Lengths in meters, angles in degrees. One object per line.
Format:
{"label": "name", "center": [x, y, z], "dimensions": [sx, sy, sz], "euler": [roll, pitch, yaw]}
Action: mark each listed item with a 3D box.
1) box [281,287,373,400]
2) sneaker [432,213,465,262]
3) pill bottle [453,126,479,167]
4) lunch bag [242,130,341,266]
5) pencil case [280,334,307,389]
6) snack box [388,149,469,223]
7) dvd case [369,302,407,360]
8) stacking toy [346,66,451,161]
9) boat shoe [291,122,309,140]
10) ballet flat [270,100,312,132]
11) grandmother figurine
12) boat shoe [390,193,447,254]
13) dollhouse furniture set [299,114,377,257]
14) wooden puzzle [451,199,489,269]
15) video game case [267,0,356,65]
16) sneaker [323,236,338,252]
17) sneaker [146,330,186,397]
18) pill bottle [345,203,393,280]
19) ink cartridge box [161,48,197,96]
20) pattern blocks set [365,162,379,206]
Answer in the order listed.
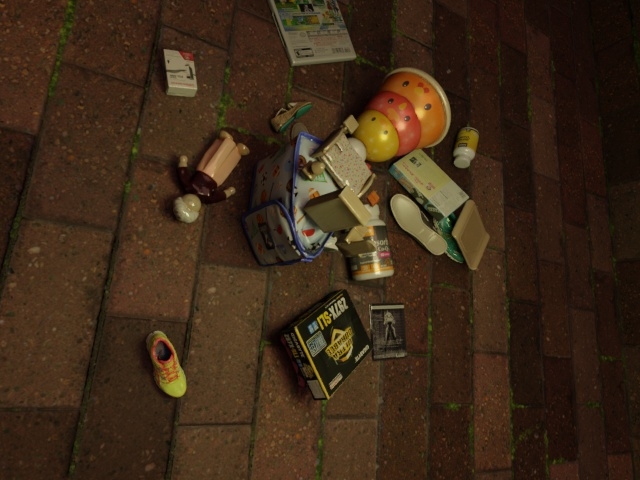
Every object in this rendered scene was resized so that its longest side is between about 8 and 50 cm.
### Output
{"label": "box", "center": [0.035, 0.346, 1.421], "dimensions": [0.322, 0.079, 0.257], "euler": [-28, 93, -51]}
{"label": "sneaker", "center": [0.599, -0.024, 1.845], "dimensions": [0.107, 0.110, 0.275], "euler": [-31, 96, -30]}
{"label": "pill bottle", "center": [0.702, -0.448, 1.989], "dimensions": [0.103, 0.103, 0.184], "euler": [28, 67, -21]}
{"label": "lunch bag", "center": [-0.098, -0.110, 1.352], "dimensions": [0.239, 0.328, 0.386], "euler": [14, 76, -31]}
{"label": "pencil case", "center": [-0.067, 0.398, 1.410], "dimensions": [0.098, 0.095, 0.209], "euler": [-23, 89, -15]}
{"label": "snack box", "center": [0.472, -0.246, 1.789], "dimensions": [0.187, 0.060, 0.322], "euler": [-35, 77, -30]}
{"label": "dvd case", "center": [0.271, 0.361, 1.641], "dimensions": [0.164, 0.018, 0.221], "euler": [3, 79, -27]}
{"label": "stacking toy", "center": [0.245, -0.420, 1.612], "dimensions": [0.480, 0.350, 0.351], "euler": [-42, 101, -23]}
{"label": "boat shoe", "center": [-0.055, -0.355, 1.593], "dimensions": [0.206, 0.075, 0.065], "euler": [70, 17, 6]}
{"label": "ballet flat", "center": [-0.115, -0.491, 1.573], "dimensions": [0.067, 0.073, 0.206], "euler": [43, 59, 1]}
{"label": "grandmother figurine", "center": [-0.379, -0.205, 1.353], "dimensions": [0.207, 0.104, 0.342], "euler": [30, 64, -11]}
{"label": "boat shoe", "center": [0.413, -0.069, 1.775], "dimensions": [0.112, 0.095, 0.335], "euler": [-43, 100, 8]}
{"label": "dollhouse furniture set", "center": [0.130, -0.178, 1.226], "dimensions": [0.303, 0.173, 0.355], "euler": [49, 57, -22]}
{"label": "wooden puzzle", "center": [0.658, -0.023, 1.806], "dimensions": [0.239, 0.044, 0.221], "euler": [51, 58, -30]}
{"label": "video game case", "center": [-0.032, -0.887, 1.714], "dimensions": [0.329, 0.036, 0.300], "euler": [-20, 90, -29]}
{"label": "sneaker", "center": [0.000, 0.000, 1.550], "dimensions": [0.152, 0.053, 0.061], "euler": [18, 63, -31]}
{"label": "sneaker", "center": [-0.451, 0.368, 1.199], "dimensions": [0.081, 0.094, 0.208], "euler": [-26, 95, -32]}
{"label": "pill bottle", "center": [0.181, 0.010, 1.578], "dimensions": [0.162, 0.162, 0.278], "euler": [-6, 83, -30]}
{"label": "ink cartridge box", "center": [-0.478, -0.566, 1.391], "dimensions": [0.099, 0.056, 0.135], "euler": [-6, 83, -30]}
{"label": "pattern blocks set", "center": [0.077, -0.176, 1.546], "dimensions": [0.285, 0.026, 0.325], "euler": [-2, 54, 0]}
